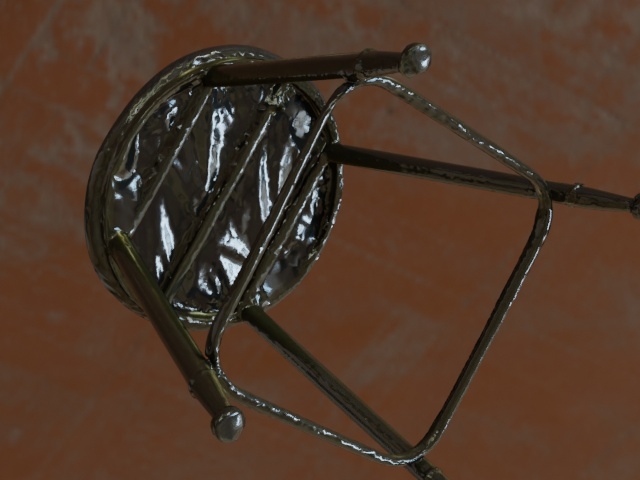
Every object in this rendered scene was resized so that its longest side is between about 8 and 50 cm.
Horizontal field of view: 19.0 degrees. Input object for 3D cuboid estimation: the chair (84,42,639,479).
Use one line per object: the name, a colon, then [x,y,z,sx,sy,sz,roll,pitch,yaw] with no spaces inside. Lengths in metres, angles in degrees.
chair: [0.000,0.000,1.818,0.362,0.410,0.365,27,90,-40]
